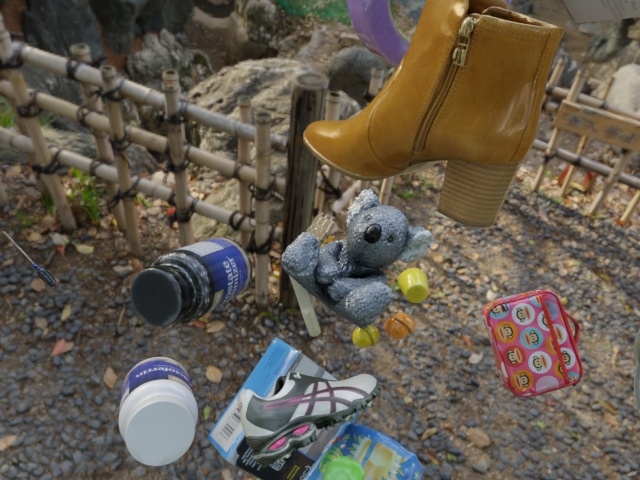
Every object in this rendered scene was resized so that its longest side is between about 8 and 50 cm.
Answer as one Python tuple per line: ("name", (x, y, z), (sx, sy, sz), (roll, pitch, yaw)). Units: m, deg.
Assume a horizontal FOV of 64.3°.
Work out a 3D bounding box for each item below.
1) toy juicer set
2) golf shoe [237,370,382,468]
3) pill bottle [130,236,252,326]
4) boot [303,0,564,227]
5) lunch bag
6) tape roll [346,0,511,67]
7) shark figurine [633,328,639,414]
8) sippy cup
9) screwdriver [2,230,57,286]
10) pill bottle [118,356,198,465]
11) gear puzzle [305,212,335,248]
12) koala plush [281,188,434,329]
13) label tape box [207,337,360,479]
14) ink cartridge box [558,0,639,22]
("toy juicer set", (0.080, 0.153, 1.211), (0.330, 0.209, 0.089), (5, 27, -4))
("golf shoe", (-0.008, 0.261, 0.847), (0.273, 0.105, 0.120), (-13, 67, -42))
("pill bottle", (-0.216, 0.069, 0.872), (0.123, 0.122, 0.219), (23, 17, 13))
("boot", (0.099, -0.161, 0.548), (0.104, 0.211, 0.295), (-19, 37, -38))
("lunch bag", (0.641, 0.297, 1.510), (0.259, 0.120, 0.292), (-16, 84, 4))
("tape roll", (0.132, -0.307, 0.629), (0.189, 0.188, 0.080), (-2, 28, -13))
("shark figurine", (0.451, 0.115, 0.606), (0.166, 0.278, 0.116), (33, 48, -4))
("sippy cup", (0.064, 0.453, 0.884), (0.240, 0.305, 0.224), (34, 64, -6))
("screwdriver", (-0.698, 0.046, 1.215), (0.025, 0.170, 0.024), (-39, 17, 5))
("pill bottle", (-0.338, 0.350, 1.061), (0.153, 0.153, 0.265), (-8, 6, -19))
("gear puzzle", (0.000, 0.000, 1.691), (0.044, 0.175, 0.339), (35, -1, -15))
("koala plush", (0.076, 0.024, 0.913), (0.196, 0.203, 0.221), (34, 81, 16))
("label tape box", (-0.032, 0.398, 1.076), (0.106, 0.334, 0.240), (11, 62, 54))
("ink cartridge box", (0.315, -0.263, 0.362), (0.066, 0.188, 0.232), (22, -1, -45))
